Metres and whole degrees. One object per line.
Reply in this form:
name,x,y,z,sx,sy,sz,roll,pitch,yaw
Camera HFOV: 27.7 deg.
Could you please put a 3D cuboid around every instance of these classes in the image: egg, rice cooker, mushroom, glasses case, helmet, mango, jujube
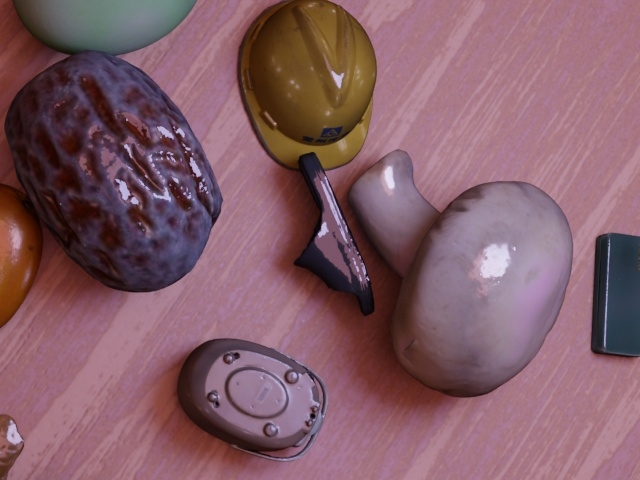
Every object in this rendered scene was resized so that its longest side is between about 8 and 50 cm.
egg,-0.277,-0.356,1.704,0.269,0.220,0.220,-28,91,-22
rice cooker,-0.090,0.209,1.735,0.206,0.127,0.145,24,77,-4
mushroom,0.219,0.032,1.776,0.315,0.315,0.356,2,71,-17
glasses case,0.457,0.083,1.969,0.077,0.039,0.184,7,80,-16
helmet,-0.001,-0.237,1.823,0.205,0.140,0.257,-6,82,-18
mango,-0.434,0.034,1.658,0.144,0.112,0.219,19,94,14
jujube,-0.262,-0.076,1.658,0.215,0.246,0.308,-34,83,-22

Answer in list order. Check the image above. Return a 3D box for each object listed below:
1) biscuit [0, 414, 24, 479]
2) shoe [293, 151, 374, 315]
biscuit,-0.476,0.323,1.648,0.144,0.040,0.236,20,75,-8
shoe,0.000,0.000,1.809,0.093,0.108,0.241,-22,90,1
